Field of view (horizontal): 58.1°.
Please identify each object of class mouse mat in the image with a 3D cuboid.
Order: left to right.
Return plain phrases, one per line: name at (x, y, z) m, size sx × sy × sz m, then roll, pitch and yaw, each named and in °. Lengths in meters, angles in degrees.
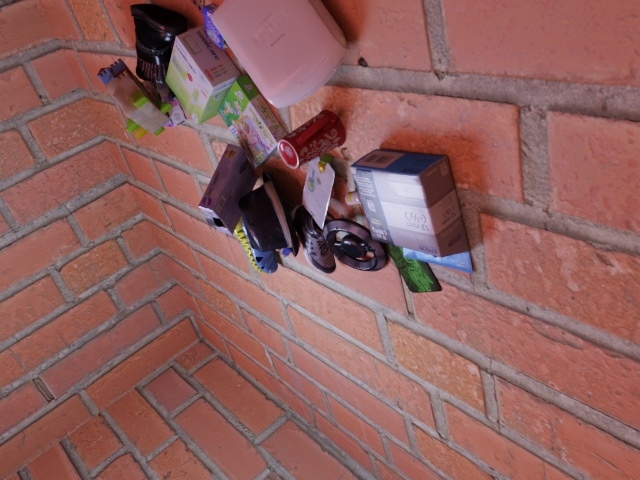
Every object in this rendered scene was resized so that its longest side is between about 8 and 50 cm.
mouse mat at (0.272, 0.076, 1.718) m, size 0.189 × 0.007 × 0.153 m, roll 58°, pitch 153°, yaw -9°

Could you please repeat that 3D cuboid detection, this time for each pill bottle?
pill bottle at (0.112, -0.127, 1.702) m, size 0.083 × 0.043 × 0.043 m, roll -1°, pitch 120°, yaw 59°

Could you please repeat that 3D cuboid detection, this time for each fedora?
fedora at (-0.197, -0.076, 2.036) m, size 0.334 × 0.153 × 0.334 m, roll 159°, pitch 90°, yaw -81°

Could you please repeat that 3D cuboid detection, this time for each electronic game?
electronic game at (0.109, 0.017, 1.831) m, size 0.229 × 0.048 × 0.229 m, roll 26°, pitch 149°, yaw 17°

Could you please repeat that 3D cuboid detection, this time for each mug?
mug at (-0.030, -0.292, 1.603) m, size 0.113 × 0.169 × 0.150 m, roll 38°, pitch 149°, yaw 31°

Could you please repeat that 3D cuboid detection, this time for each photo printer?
photo printer at (-0.093, -0.503, 1.420) m, size 0.256 × 0.107 × 0.307 m, roll -34°, pitch 91°, yaw 26°

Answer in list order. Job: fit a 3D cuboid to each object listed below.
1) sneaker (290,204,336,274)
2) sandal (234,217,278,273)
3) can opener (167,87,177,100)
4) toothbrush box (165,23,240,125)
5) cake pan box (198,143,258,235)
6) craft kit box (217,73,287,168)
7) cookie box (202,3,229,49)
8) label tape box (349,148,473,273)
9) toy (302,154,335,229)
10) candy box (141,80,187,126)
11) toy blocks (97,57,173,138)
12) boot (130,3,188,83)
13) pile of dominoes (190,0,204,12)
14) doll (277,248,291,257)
sneaker at (0.000, 0.000, 1.964) m, size 0.153 × 0.101 × 0.268 m, roll -3°, pitch 116°, yaw 62°
sandal at (-0.239, 0.013, 2.359) m, size 0.126 × 0.138 × 0.317 m, roll -89°, pitch -21°, yaw -48°
can opener at (-0.566, -0.608, 2.239) m, size 0.073 × 0.059 × 0.186 m, roll 53°, pitch 154°, yaw 5°
toothbrush box at (-0.409, -0.559, 1.972) m, size 0.206 × 0.122 × 0.283 m, roll 55°, pitch 152°, yaw -1°
cake pan box at (-0.323, -0.171, 2.056) m, size 0.070 × 0.266 × 0.246 m, roll 17°, pitch 165°, yaw 15°
craft kit box at (-0.233, -0.395, 1.950) m, size 0.250 × 0.061 × 0.247 m, roll 56°, pitch 151°, yaw -3°
cookie box at (-0.319, -0.665, 1.790) m, size 0.092 × 0.040 × 0.107 m, roll 41°, pitch 151°, yaw 26°
label tape box at (0.239, -0.055, 1.502) m, size 0.249 × 0.115 × 0.347 m, roll 16°, pitch 133°, yaw 50°
toy at (0.008, -0.167, 1.806) m, size 0.137 × 0.056 × 0.237 m, roll 54°, pitch 150°, yaw 35°
candy box at (-0.660, -0.582, 2.410) m, size 0.165 × 0.070 × 0.196 m, roll 18°, pitch 137°, yaw 50°
toy blocks at (-0.731, -0.570, 2.217) m, size 0.261 × 0.191 × 0.381 m, roll 52°, pitch 180°, yaw 2°
boot at (-0.562, -0.673, 2.030) m, size 0.348 × 0.131 × 0.260 m, roll 41°, pitch 136°, yaw 46°
pile of dominoes at (-0.424, -0.846, 1.755) m, size 0.196 × 0.040 × 0.251 m, roll 48°, pitch 152°, yaw 13°
doll at (-0.137, -0.001, 2.251) m, size 0.129 × 0.046 × 0.189 m, roll 49°, pitch 153°, yaw 9°
